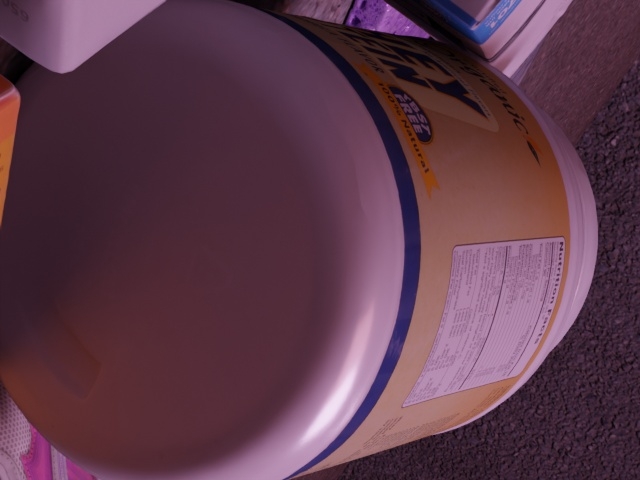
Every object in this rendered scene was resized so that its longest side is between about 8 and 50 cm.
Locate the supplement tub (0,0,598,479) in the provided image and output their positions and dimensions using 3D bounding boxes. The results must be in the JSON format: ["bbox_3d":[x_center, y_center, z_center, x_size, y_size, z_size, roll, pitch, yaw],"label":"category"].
[{"bbox_3d":[0.000,0.000,0.792,0.228,0.228,0.316,-55,157,20],"label":"supplement tub"}]

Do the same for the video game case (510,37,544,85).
[{"bbox_3d":[0.124,-0.124,1.396,0.269,0.061,0.244,-50,173,-37],"label":"video game case"}]

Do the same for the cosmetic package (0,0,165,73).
[{"bbox_3d":[0.019,-0.246,0.403,0.385,0.156,0.217,-45,168,-34],"label":"cosmetic package"}]

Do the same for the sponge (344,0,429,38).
[{"bbox_3d":[0.050,-0.155,1.133,0.117,0.031,0.210,-40,166,-41],"label":"sponge"}]

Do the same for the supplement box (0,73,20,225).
[{"bbox_3d":[-0.182,0.008,0.609,0.080,0.078,0.233,-43,166,-34],"label":"supplement box"}]

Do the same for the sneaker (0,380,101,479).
[{"bbox_3d":[-0.166,0.131,0.786,0.103,0.252,0.111,-21,170,37],"label":"sneaker"}]

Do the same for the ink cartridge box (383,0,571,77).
[{"bbox_3d":[0.065,-0.169,0.857,0.082,0.139,0.190,-53,169,3],"label":"ink cartridge box"}]
